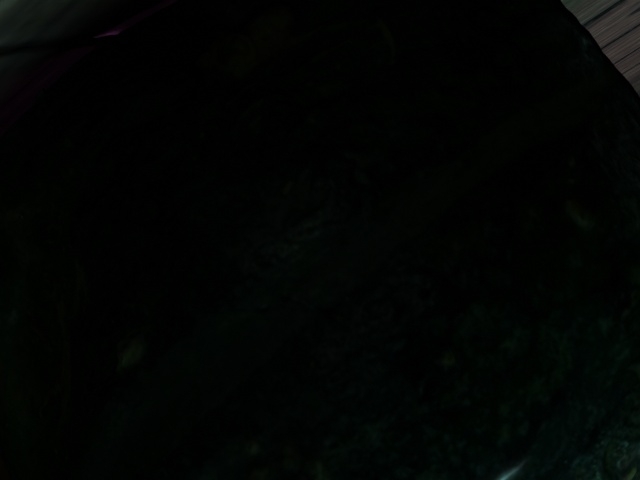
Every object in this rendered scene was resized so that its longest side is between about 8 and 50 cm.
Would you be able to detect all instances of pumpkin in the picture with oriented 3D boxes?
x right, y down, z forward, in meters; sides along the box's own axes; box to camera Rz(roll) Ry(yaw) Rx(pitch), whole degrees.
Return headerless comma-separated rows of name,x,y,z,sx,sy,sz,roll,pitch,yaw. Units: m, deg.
pumpkin,0.032,0.061,0.438,0.263,0.197,0.293,-37,151,2

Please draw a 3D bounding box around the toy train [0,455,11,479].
toy train,-0.118,0.216,0.737,0.249,0.429,0.178,-37,-142,0
